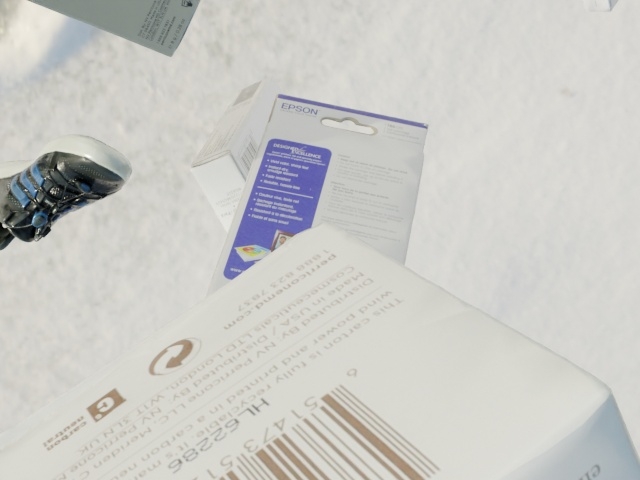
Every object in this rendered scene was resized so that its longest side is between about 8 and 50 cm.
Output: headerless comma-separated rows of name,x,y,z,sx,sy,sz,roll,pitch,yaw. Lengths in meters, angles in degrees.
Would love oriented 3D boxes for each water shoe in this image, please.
water shoe,-0.240,-0.034,1.059,0.073,0.080,0.203,32,151,-33

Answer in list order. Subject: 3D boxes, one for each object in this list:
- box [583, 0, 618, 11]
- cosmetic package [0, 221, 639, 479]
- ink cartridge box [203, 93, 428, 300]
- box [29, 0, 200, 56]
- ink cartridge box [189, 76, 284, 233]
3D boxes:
box,0.354,-0.387,1.424,0.186,0.038,0.145,-51,133,-30
cosmetic package,0.020,0.265,0.747,0.329,0.327,0.394,-33,118,-15
ink cartridge box,0.000,0.000,1.109,0.165,0.333,0.065,12,137,4
box,-0.258,-0.288,1.188,0.275,0.113,0.094,19,114,-28
ink cartridge box,-0.050,-0.052,1.482,0.060,0.275,0.239,-21,111,18
